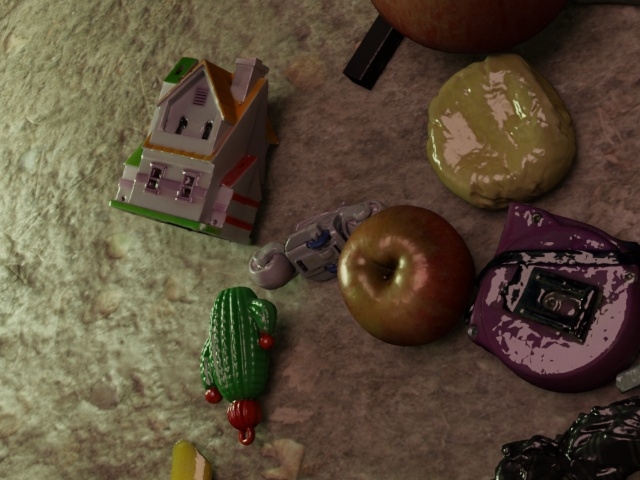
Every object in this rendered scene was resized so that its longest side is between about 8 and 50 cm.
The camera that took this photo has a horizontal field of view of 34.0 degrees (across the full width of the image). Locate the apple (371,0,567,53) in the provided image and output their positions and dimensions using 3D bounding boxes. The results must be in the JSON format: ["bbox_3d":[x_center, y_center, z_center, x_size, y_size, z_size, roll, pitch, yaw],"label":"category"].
[{"bbox_3d":[0.217,-0.441,1.556,0.345,0.269,0.344,-4,46,4],"label":"apple"}]

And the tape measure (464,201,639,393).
[{"bbox_3d":[0.316,0.083,1.413,0.245,0.149,0.231,17,80,34],"label":"tape measure"}]

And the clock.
[{"bbox_3d":[-0.190,-0.167,1.788,0.235,0.166,0.309,15,87,33],"label":"clock"}]

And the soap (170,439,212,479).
[{"bbox_3d":[-0.208,0.404,1.665,0.089,0.033,0.168,-1,72,27],"label":"soap"}]

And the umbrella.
[{"bbox_3d":[0.351,0.293,1.335,0.337,0.128,0.154,-29,56,15],"label":"umbrella"}]

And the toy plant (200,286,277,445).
[{"bbox_3d":[-0.136,0.193,1.674,0.155,0.088,0.240,10,88,44],"label":"toy plant"}]

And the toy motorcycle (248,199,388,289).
[{"bbox_3d":[0.000,0.000,1.667,0.254,0.112,0.112,-24,62,20],"label":"toy motorcycle"}]

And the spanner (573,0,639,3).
[{"bbox_3d":[0.529,-0.390,1.530,0.325,0.040,0.095,6,75,33],"label":"spanner"}]

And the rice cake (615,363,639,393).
[{"bbox_3d":[0.458,0.153,1.351,0.171,0.033,0.029,-26,76,0],"label":"rice cake"}]

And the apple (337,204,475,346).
[{"bbox_3d":[0.125,0.051,1.527,0.210,0.164,0.209,-8,73,29],"label":"apple"}]

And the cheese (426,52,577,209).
[{"bbox_3d":[0.261,-0.156,1.557,0.214,0.117,0.225,-31,64,24],"label":"cheese"}]

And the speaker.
[{"bbox_3d":[0.110,-0.347,1.753,0.046,0.040,0.191,32,90,36],"label":"speaker"}]
